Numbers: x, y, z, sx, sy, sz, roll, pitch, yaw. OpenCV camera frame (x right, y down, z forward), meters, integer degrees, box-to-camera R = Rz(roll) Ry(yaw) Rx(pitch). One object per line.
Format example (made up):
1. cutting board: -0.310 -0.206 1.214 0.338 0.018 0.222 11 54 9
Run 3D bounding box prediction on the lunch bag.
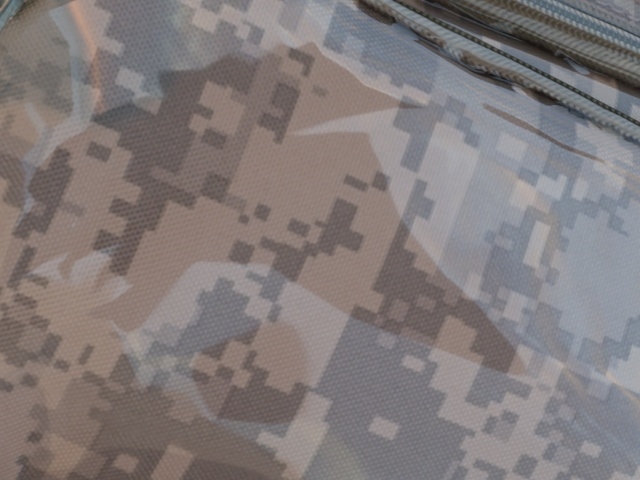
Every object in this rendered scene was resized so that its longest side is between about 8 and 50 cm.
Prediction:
1. lunch bag: 0.000 0.000 0.509 0.212 0.305 0.256 -36 -144 57
